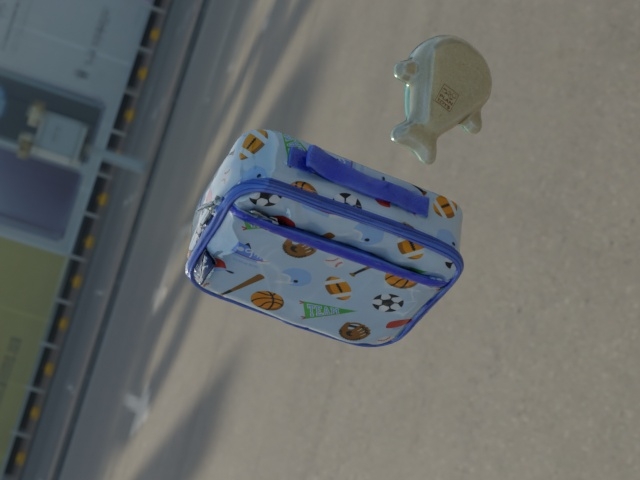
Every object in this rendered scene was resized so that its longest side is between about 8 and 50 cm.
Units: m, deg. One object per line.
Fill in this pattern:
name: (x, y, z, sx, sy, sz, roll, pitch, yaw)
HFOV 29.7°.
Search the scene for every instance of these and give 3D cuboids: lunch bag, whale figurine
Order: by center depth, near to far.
lunch bag: (0.000, 0.000, 1.375, 0.243, 0.303, 0.115, 129, 154, -49)
whale figurine: (0.219, -0.272, 2.373, 0.141, 0.216, 0.272, -21, 39, 63)
